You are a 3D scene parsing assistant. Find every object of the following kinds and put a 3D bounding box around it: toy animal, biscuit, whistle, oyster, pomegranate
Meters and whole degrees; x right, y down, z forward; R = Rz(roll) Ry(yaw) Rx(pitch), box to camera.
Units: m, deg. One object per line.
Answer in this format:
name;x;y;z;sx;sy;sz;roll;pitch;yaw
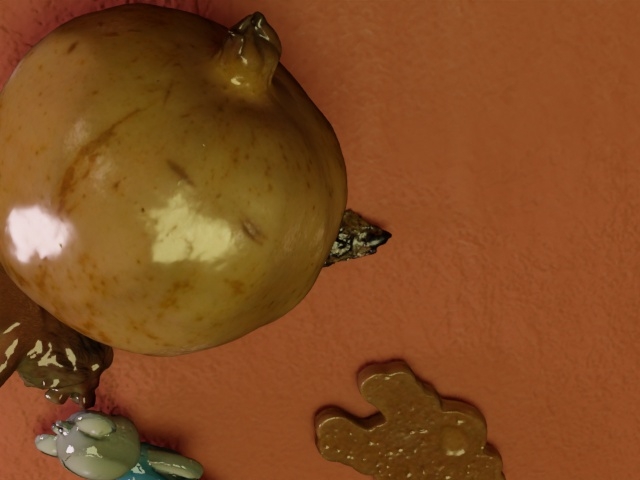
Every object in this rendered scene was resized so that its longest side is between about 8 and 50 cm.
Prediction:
toy animal;-0.319;0.059;1.728;0.157;0.097;0.312;-29;117;-10
biscuit;0.109;0.227;1.926;0.236;0.040;0.144;36;112;-27
whistle;-0.187;0.240;1.851;0.235;0.077;0.114;33;136;-30
oyster;0.000;0.001;1.790;0.132;0.029;0.086;-30;119;6
pomegranate;-0.126;-0.062;1.562;0.342;0.342;0.342;-5;118;-10
